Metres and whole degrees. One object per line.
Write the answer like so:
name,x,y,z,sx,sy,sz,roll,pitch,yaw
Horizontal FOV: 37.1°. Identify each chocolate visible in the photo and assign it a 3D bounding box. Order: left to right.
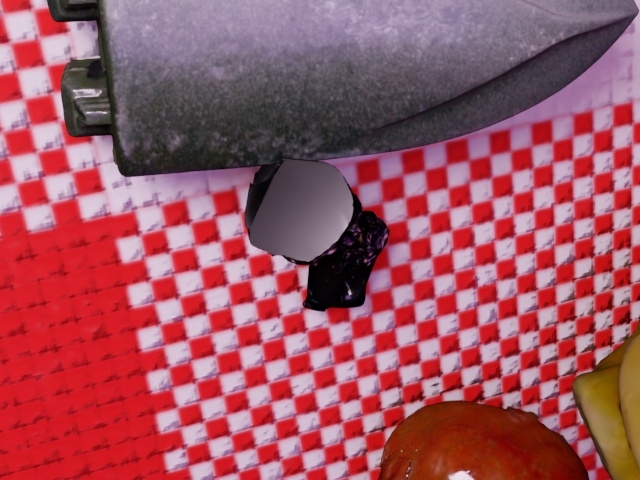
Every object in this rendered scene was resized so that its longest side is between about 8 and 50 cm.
chocolate,0.003,-0.002,0.558,0.072,0.147,0.070,-34,75,0

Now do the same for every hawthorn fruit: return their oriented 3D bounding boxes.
hawthorn fruit,0.118,0.180,0.650,0.172,0.148,0.148,-3,111,-27

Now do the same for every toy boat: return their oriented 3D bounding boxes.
toy boat,0.020,-0.116,0.515,0.320,0.092,0.141,-5,117,-8

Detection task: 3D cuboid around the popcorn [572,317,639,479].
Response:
popcorn,0.345,0.087,0.610,0.294,0.292,0.334,31,103,-31
